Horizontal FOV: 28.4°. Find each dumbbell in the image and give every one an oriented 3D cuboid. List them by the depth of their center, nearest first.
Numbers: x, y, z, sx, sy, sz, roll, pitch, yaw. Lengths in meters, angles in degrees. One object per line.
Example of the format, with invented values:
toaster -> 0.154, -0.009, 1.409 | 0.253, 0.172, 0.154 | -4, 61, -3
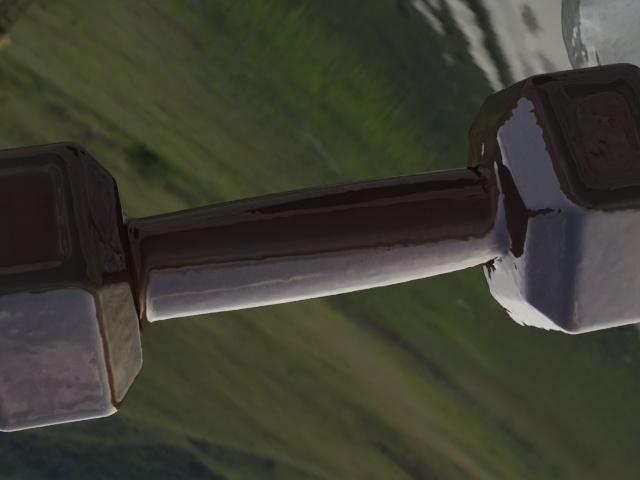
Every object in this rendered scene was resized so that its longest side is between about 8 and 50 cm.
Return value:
dumbbell -> 0.000, 0.000, 0.392 | 0.082, 0.231, 0.092 | 98, 162, -61

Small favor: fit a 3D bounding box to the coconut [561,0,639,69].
coconut -> 0.358, -0.222, 1.008 | 0.329, 0.329, 0.329 | 40, 177, 3
